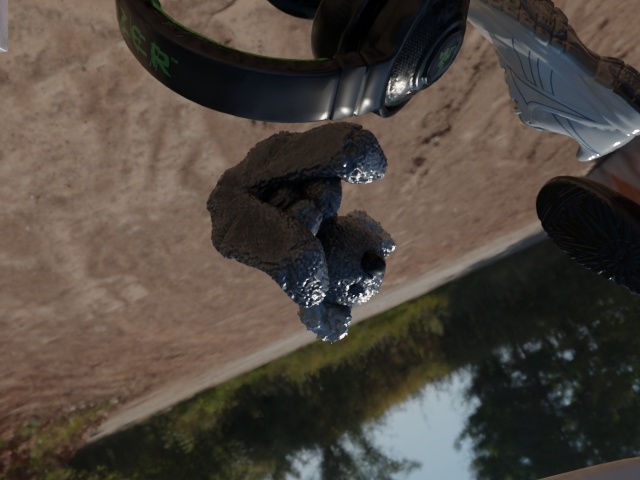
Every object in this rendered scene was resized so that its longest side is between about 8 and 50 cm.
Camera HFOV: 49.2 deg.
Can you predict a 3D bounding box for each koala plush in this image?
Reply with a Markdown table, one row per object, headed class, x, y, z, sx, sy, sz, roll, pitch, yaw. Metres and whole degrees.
| class | x | y | z | sx | sy | sz | roll | pitch | yaw |
| --- | --- | --- | --- | --- | --- | --- | --- | --- | --- |
| koala plush | 0.000 | 0.000 | 0.807 | 0.203 | 0.196 | 0.221 | 8 | 155 | 44 |

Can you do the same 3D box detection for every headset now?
| class | x | y | z | sx | sy | sz | roll | pitch | yaw |
| --- | --- | --- | --- | --- | --- | --- | --- | --- | --- |
| headset | 0.035 | -0.232 | 0.552 | 0.394 | 0.243 | 0.185 | -19 | 150 | -25 |

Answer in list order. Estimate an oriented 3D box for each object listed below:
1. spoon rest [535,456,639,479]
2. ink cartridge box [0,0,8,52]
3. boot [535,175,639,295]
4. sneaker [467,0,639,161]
| class | x | y | z | sx | sy | sz | roll | pitch | yaw |
| --- | --- | --- | --- | --- | --- | --- | --- | --- | --- |
| spoon rest | 0.128 | 0.205 | 0.515 | 0.276 | 0.084 | 0.137 | -36 | 145 | 29 |
| ink cartridge box | -0.483 | -0.363 | 0.881 | 0.066 | 0.189 | 0.232 | -2 | 175 | 5 |
| boot | 0.564 | -0.036 | 1.242 | 0.260 | 0.348 | 0.131 | -45 | 170 | -44 |
| sneaker | 0.275 | -0.205 | 0.868 | 0.129 | 0.297 | 0.111 | -47 | -175 | 45 |
